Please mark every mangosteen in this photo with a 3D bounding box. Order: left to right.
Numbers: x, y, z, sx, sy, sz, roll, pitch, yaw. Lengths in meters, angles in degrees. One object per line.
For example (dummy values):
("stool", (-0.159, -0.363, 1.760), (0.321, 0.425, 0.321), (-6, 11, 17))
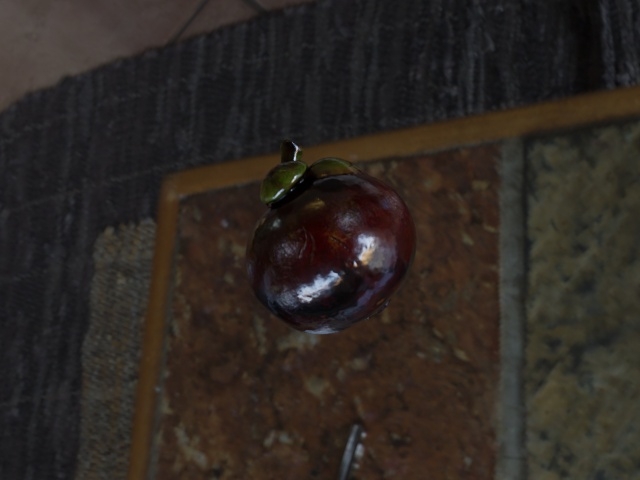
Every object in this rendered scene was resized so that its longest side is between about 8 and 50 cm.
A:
("mangosteen", (0.002, 0.003, 0.482), (0.081, 0.081, 0.080), (-11, 66, 27))
